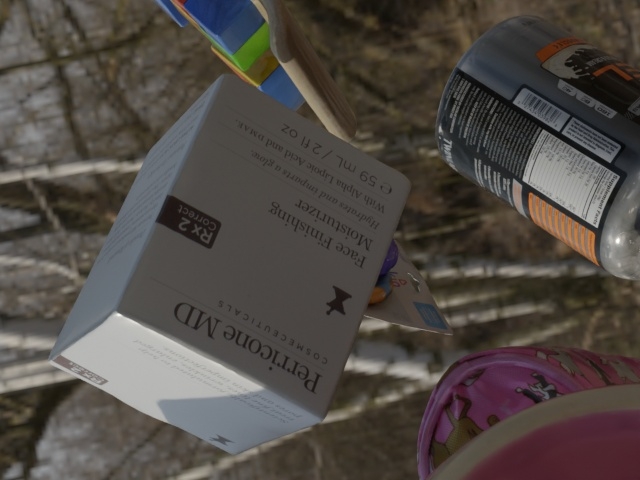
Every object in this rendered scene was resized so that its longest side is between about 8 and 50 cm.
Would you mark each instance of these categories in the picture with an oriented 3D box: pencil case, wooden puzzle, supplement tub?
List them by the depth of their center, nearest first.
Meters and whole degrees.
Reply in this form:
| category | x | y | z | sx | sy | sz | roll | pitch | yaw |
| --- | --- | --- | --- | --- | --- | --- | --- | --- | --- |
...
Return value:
| category | x | y | z | sx | sy | sz | roll | pitch | yaw |
| --- | --- | --- | --- | --- | --- | --- | --- | --- | --- |
| pencil case | 0.216 | 0.170 | 1.136 | 0.386 | 0.160 | 0.167 | 10 | -102 | -64 |
| wooden puzzle | -0.119 | -0.245 | 1.347 | 0.348 | 0.080 | 0.322 | 48 | -179 | 18 |
| supplement tub | 0.290 | -0.088 | 1.451 | 0.316 | 0.193 | 0.193 | 37 | 156 | 32 |

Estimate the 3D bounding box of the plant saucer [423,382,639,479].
| category | x | y | z | sx | sy | sz | roll | pitch | yaw |
| --- | --- | --- | --- | --- | --- | --- | --- | --- | --- |
| plant saucer | 0.155 | 0.192 | 0.708 | 0.332 | 0.332 | 0.084 | -100 | -13 | -51 |

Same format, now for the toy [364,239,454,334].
| category | x | y | z | sx | sy | sz | roll | pitch | yaw |
| --- | --- | --- | --- | --- | --- | --- | --- | --- | --- |
| toy | 0.000 | 0.000 | 1.147 | 0.056 | 0.237 | 0.137 | -62 | 33 | 27 |

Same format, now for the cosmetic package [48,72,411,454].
| category | x | y | z | sx | sy | sz | roll | pitch | yaw |
| --- | --- | --- | --- | --- | --- | --- | --- | --- | --- |
| cosmetic package | -0.060 | 0.021 | 0.926 | 0.151 | 0.151 | 0.183 | -34 | 31 | 59 |
